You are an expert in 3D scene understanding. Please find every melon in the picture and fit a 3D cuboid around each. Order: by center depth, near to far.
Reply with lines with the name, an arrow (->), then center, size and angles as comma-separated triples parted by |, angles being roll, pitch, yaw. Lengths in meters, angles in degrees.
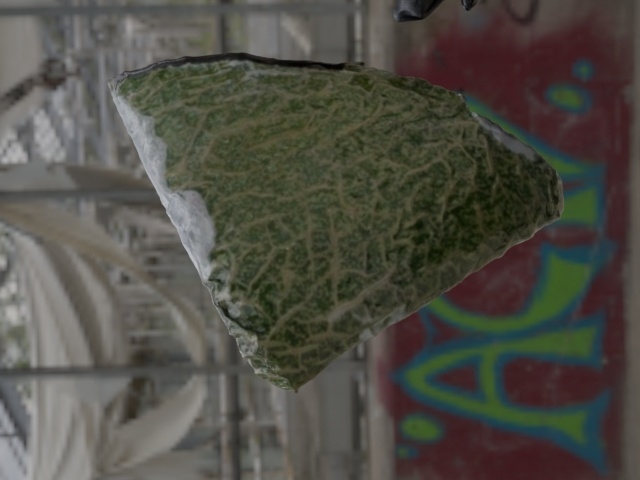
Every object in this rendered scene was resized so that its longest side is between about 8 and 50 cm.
melon -> 0.000, 0.002, 0.640 | 0.093, 0.203, 0.139 | 98, -177, -63

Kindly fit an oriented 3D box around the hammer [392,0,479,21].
hammer -> -0.065, -0.171, 0.501 | 0.044, 0.427, 0.152 | 2, 90, 44
